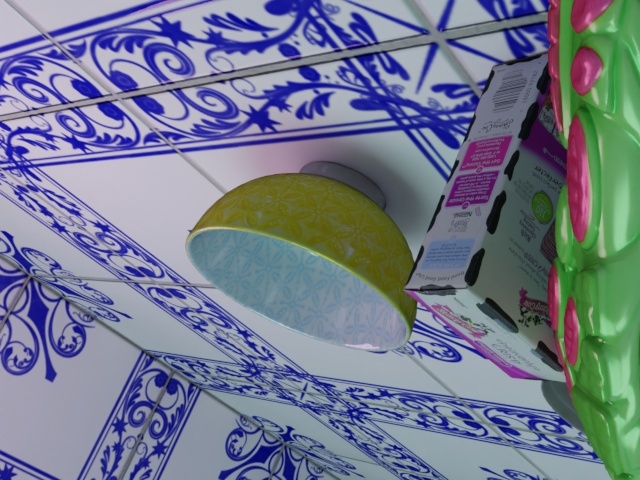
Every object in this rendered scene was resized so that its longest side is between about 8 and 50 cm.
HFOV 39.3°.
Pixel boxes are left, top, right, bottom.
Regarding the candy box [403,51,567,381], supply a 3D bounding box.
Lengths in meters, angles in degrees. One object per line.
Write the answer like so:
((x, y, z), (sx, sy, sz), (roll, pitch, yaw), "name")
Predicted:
((0.180, -0.018, 0.764), (0.159, 0.233, 0.071), (39, 153, -31), "candy box")

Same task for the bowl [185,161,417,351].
((0.000, 0.000, 1.079), (0.289, 0.156, 0.289), (21, 157, 9), "bowl")

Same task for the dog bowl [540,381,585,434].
((0.400, 0.154, 0.870), (0.349, 0.102, 0.349), (21, 160, 8), "dog bowl")

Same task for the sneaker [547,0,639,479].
((0.258, -0.006, 0.582), (0.202, 0.185, 0.483), (-5, 119, 5), "sneaker")
